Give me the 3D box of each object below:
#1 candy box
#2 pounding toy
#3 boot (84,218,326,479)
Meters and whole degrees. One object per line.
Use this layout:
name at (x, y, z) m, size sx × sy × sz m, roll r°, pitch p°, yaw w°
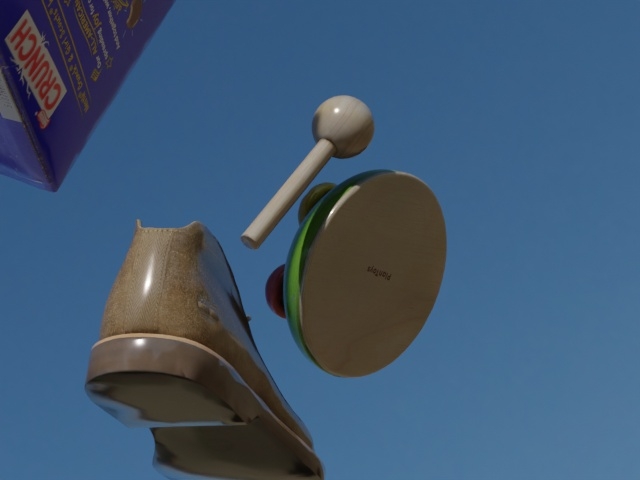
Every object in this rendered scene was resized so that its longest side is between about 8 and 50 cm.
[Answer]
candy box at (-0.217, -0.247, 1.484) m, size 0.268 × 0.122 × 0.317 m, roll 79°, pitch -148°, yaw -53°
pounding toy at (0.000, 0.000, 1.573) m, size 0.183 × 0.110 × 0.237 m, roll -51°, pitch -44°, yaw -21°
boot at (-0.059, 0.086, 1.151) m, size 0.112 × 0.115 × 0.305 m, roll -2°, pitch -26°, yaw 12°
